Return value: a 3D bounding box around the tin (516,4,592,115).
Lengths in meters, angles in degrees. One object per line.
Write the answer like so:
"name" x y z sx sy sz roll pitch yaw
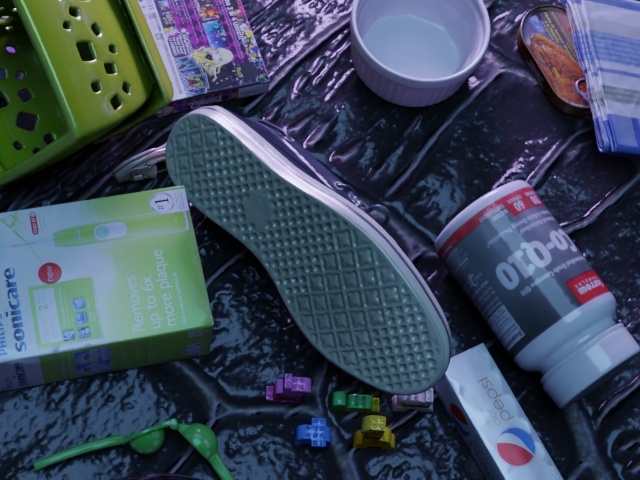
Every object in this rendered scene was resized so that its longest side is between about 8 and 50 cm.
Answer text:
"tin" 0.376 -0.277 1.992 0.106 0.040 0.189 -22 71 -13

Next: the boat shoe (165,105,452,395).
"boat shoe" 0.000 0.000 1.723 0.500 0.186 0.156 44 26 21

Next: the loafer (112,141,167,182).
"loafer" -0.231 -0.108 1.827 0.125 0.045 0.039 -28 80 -22

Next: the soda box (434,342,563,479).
"soda box" 0.232 0.251 1.718 0.074 0.069 0.216 -24 72 -17

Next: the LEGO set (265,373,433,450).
"LEGO set" 0.045 0.226 1.687 0.227 0.093 0.087 4 66 -7

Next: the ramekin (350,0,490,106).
"ramekin" 0.141 -0.297 1.927 0.207 0.109 0.207 3 66 -7

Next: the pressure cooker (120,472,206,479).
"pressure cooker" -0.142 0.463 1.405 0.376 0.370 0.420 -3 70 -13

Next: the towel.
"towel" 0.475 -0.247 1.967 0.209 0.034 0.285 4 65 -30

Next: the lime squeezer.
"lime squeezer" -0.202 0.279 1.661 0.310 0.059 0.110 15 95 -3

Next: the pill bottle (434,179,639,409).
"pill bottle" 0.296 0.074 1.755 0.161 0.161 0.283 -30 73 -19

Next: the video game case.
"video game case" -0.209 -0.301 1.915 0.210 0.042 0.232 -15 69 -14

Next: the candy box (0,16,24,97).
"candy box" -0.478 -0.323 1.870 0.165 0.070 0.196 21 65 1

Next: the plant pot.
"plant pot" -0.342 -0.228 1.728 0.207 0.228 0.227 -24 93 -43

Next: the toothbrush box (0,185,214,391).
"toothbrush box" -0.298 0.062 1.698 0.283 0.122 0.206 -9 67 -10
